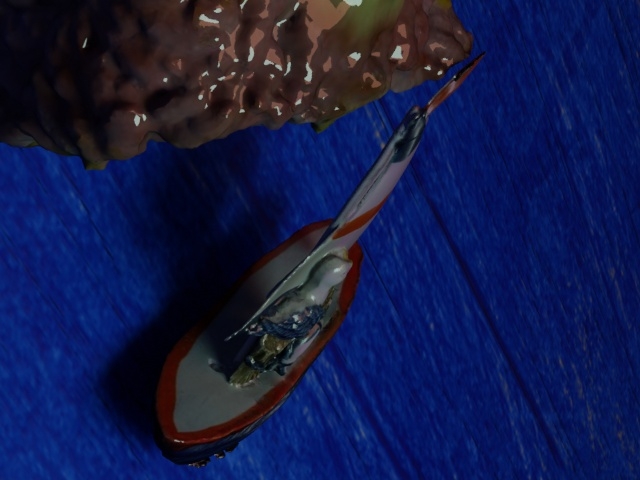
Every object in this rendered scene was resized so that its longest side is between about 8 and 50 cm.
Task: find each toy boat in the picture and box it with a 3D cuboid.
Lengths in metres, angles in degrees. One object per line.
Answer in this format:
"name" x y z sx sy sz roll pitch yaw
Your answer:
"toy boat" 0.002 0.001 1.167 0.318 0.072 0.219 -55 176 19

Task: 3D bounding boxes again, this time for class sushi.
"sushi" -0.048 -0.141 1.030 0.270 0.236 0.170 -16 102 -43
